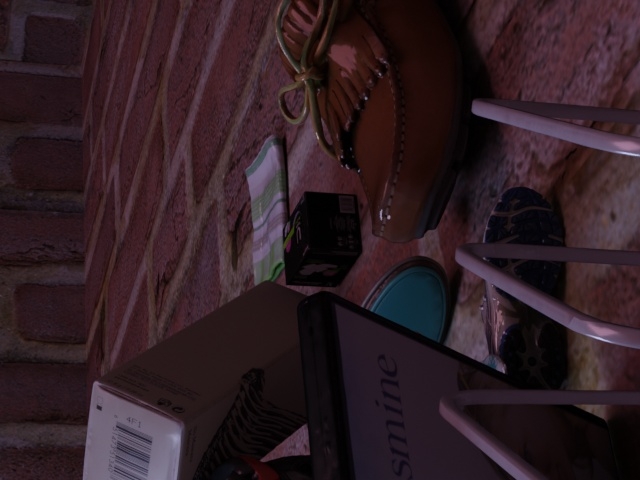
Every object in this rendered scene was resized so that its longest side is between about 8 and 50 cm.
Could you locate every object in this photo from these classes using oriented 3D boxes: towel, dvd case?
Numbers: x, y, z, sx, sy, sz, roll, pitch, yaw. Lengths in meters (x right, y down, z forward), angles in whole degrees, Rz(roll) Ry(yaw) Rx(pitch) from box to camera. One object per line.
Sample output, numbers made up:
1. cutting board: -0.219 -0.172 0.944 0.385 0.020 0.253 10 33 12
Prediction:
1. towel: -0.060 -0.030 1.611 0.113 0.023 0.152 127 143 -65
2. dvd case: 0.085 0.141 0.700 0.022 0.253 0.180 -28 53 33

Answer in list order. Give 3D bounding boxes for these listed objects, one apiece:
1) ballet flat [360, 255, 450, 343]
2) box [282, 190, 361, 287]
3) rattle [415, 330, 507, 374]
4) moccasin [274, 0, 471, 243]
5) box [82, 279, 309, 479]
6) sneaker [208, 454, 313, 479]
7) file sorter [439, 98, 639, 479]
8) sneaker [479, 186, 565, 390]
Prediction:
1. ballet flat: 0.050 0.098 1.112 0.068 0.072 0.213 -106 23 -64
2. box: 0.000 0.000 1.336 0.083 0.052 0.062 123 147 -59
3. rattle: 0.087 0.129 0.946 0.143 0.130 0.199 -30 -58 -55
4. moccasin: 0.023 -0.152 1.100 0.139 0.147 0.380 112 156 -49
5. box: -0.087 0.136 1.257 0.275 0.094 0.113 -31 -44 -55
6. sneaker: 0.020 0.284 1.143 0.276 0.135 0.097 59 138 22
7. file sorter: 0.154 0.024 0.562 0.193 0.173 0.277 -145 59 -72
8. sneaker: 0.120 0.034 0.906 0.058 0.052 0.135 150 122 -77
